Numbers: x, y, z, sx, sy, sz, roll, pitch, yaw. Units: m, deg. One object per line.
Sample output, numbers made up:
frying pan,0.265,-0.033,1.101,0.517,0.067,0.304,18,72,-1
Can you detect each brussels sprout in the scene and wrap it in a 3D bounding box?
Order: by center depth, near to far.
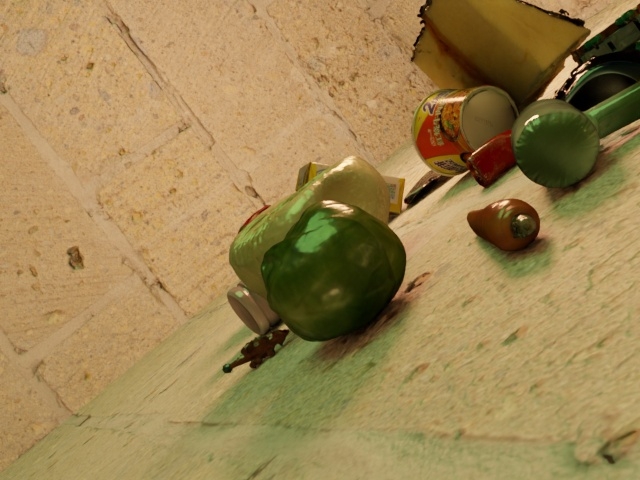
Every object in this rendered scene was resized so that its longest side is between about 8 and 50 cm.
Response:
brussels sprout,0.016,0.051,1.166,0.244,0.244,0.244,-37,6,4

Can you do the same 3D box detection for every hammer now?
hammer,0.436,-0.197,1.086,0.336,0.119,0.206,-29,10,16

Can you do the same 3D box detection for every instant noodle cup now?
instant noodle cup,0.340,-0.260,1.714,0.213,0.213,0.174,-39,14,-20

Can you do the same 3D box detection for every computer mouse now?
computer mouse,0.486,-0.268,1.339,0.233,0.096,0.137,-34,7,23

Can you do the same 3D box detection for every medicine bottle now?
medicine bottle,-0.085,0.096,1.750,0.250,0.133,0.133,-40,6,-20

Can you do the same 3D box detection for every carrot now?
carrot,0.243,-0.023,1.055,0.069,0.069,0.336,-37,2,0

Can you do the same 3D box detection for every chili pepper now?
chili pepper,0.352,-0.165,1.485,0.123,0.073,0.070,-35,-28,-4

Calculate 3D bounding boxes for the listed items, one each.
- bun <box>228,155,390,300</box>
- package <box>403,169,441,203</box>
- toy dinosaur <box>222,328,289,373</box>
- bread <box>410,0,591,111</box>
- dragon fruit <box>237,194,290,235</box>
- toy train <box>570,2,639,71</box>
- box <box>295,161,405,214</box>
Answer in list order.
bun,0.000,0.000,1.505,0.349,0.227,0.352,-38,8,-6
package,0.285,-0.156,2.014,0.154,0.030,0.239,-38,5,9
toy dinosaur,-0.126,0.214,1.449,0.154,0.049,0.055,-31,9,7
bread,0.407,-0.463,1.787,0.242,0.405,0.346,-52,5,-27
dragon fruit,-0.096,0.014,1.985,0.237,0.231,0.303,-34,8,-22
toy train,0.667,-0.440,1.683,0.228,0.091,0.136,-37,-5,21
box,0.074,-0.133,1.995,0.168,0.265,0.097,175,104,-80
